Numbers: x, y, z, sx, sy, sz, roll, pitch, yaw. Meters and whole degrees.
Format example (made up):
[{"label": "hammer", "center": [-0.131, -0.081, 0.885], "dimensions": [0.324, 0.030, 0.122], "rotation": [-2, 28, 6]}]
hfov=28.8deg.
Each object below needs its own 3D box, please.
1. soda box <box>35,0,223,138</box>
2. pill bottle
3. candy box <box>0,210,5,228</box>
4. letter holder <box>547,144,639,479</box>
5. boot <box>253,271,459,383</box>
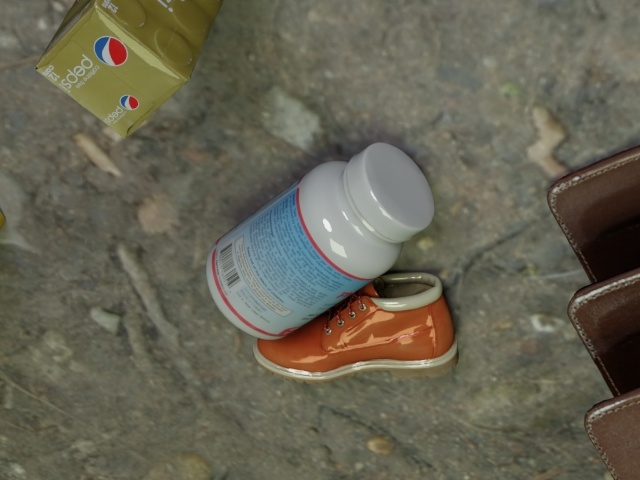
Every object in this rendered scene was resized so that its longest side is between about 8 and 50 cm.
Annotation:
[{"label": "soda box", "center": [-0.089, -0.141, 0.685], "dimensions": [0.061, 0.181, 0.058], "rotation": [39, 130, -21]}, {"label": "pill bottle", "center": [0.000, 0.000, 0.864], "dimensions": [0.087, 0.087, 0.160], "rotation": [38, 131, -22]}, {"label": "candy box", "center": [-0.312, 0.052, 0.908], "dimensions": [0.105, 0.206, 0.027], "rotation": [-5, 134, 19]}, {"label": "letter holder", "center": [0.309, 0.034, 0.778], "dimensions": [0.302, 0.152, 0.214], "rotation": [-16, 125, 27]}, {"label": "boot", "center": [0.022, 0.060, 0.943], "dimensions": [0.158, 0.059, 0.084], "rotation": [-5, 129, 7]}]
